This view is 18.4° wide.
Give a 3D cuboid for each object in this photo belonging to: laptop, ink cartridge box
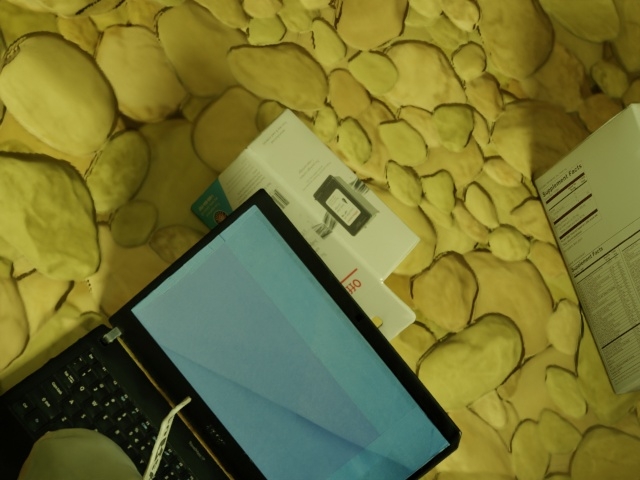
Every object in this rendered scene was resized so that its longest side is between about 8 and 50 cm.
[{"bbox_3d":[-0.081,0.141,1.366,0.234,0.136,0.264,51,52,4],"label":"laptop"},{"bbox_3d":[0.000,0.000,1.510,0.180,0.104,0.060,45,50,-2],"label":"ink cartridge box"}]

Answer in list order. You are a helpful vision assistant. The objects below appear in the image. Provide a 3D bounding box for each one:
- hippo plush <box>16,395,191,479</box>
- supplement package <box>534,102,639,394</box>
[{"bbox_3d":[-0.074,0.239,1.251,0.236,0.294,0.234,24,26,-29],"label":"hippo plush"},{"bbox_3d":[0.326,-0.001,1.671,0.194,0.149,0.203,-8,70,-33],"label":"supplement package"}]
